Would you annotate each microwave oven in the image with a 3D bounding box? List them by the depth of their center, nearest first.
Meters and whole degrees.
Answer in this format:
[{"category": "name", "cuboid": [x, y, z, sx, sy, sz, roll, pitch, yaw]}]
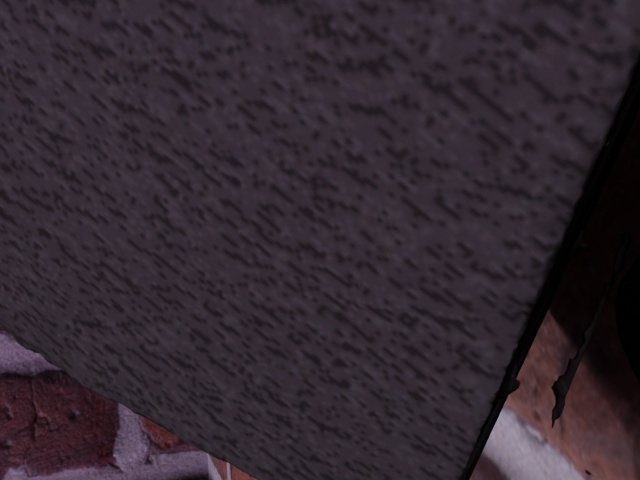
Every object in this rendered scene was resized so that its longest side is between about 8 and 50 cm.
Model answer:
[{"category": "microwave oven", "cuboid": [0.000, -0.103, 0.492, 0.236, 0.374, 0.432, -49, -23, -43]}]

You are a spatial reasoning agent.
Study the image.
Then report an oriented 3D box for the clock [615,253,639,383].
[{"category": "clock", "cuboid": [0.223, 0.063, 0.376, 0.279, 0.049, 0.273, 106, 154, -50]}]
